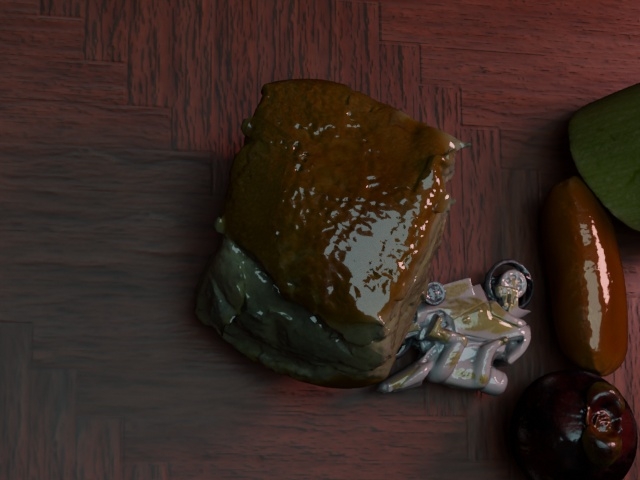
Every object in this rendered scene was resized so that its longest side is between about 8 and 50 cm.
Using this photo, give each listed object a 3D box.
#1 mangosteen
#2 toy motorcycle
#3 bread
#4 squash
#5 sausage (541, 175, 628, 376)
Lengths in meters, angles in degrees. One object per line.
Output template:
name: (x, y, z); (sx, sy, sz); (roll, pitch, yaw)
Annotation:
mangosteen: (0.289, 0.219, 1.556); (0.152, 0.152, 0.152); (3, 79, -14)
toy motorcycle: (0.159, 0.114, 1.584); (0.229, 0.074, 0.151); (-20, 88, -20)
bread: (0.000, 0.000, 1.475); (0.250, 0.225, 0.279); (21, 71, 10)
squash: (0.412, -0.086, 1.655); (0.220, 0.133, 0.220); (31, 46, -38)
sausage: (0.311, 0.044, 1.625); (0.098, 0.098, 0.238); (-4, 77, -15)
